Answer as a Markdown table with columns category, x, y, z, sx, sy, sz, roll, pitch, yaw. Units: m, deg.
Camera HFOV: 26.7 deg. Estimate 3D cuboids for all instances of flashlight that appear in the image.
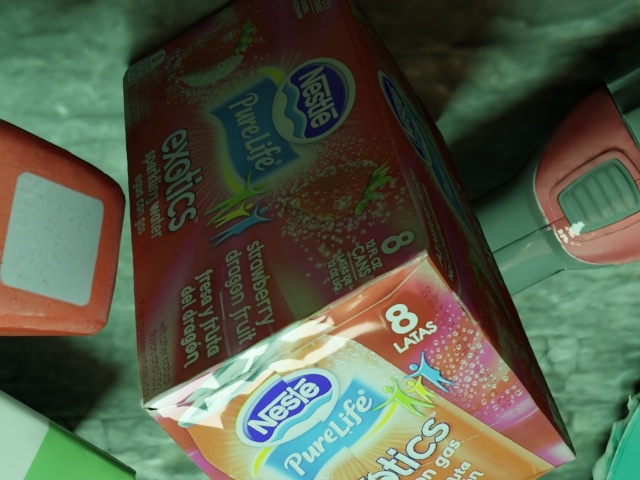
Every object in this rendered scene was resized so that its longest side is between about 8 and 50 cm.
| category | x | y | z | sx | sy | sz | roll | pitch | yaw |
| --- | --- | --- | --- | --- | --- | --- | --- | --- | --- |
| flashlight | 0.076 | 0.008 | 0.713 | 0.304 | 0.103 | 0.103 | -28 | 135 | 15 |

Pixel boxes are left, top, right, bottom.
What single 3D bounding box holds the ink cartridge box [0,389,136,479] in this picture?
| category | x | y | z | sx | sy | sz | roll | pitch | yaw |
| --- | --- | --- | --- | --- | --- | --- | --- | --- | --- |
| ink cartridge box | -0.262 | 0.138 | 0.661 | 0.278 | 0.117 | 0.201 | 38 | 66 | -29 |

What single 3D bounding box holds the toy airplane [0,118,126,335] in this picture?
| category | x | y | z | sx | sy | sz | roll | pitch | yaw |
| --- | --- | --- | --- | --- | --- | --- | --- | --- | --- |
| toy airplane | -0.279 | -0.042 | 0.423 | 0.384 | 0.272 | 0.386 | -37 | 108 | -26 |

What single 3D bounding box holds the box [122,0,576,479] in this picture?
| category | x | y | z | sx | sy | sz | roll | pitch | yaw |
| --- | --- | --- | --- | --- | --- | --- | --- | --- | --- |
| box | 0.000 | 0.000 | 0.588 | 0.123 | 0.257 | 0.128 | -30 | 124 | 12 |

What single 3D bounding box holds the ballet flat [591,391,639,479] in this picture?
| category | x | y | z | sx | sy | sz | roll | pitch | yaw |
| --- | --- | --- | --- | --- | --- | --- | --- | --- | --- |
| ballet flat | 0.211 | 0.246 | 0.883 | 0.147 | 0.147 | 0.409 | 14 | 121 | -19 |
